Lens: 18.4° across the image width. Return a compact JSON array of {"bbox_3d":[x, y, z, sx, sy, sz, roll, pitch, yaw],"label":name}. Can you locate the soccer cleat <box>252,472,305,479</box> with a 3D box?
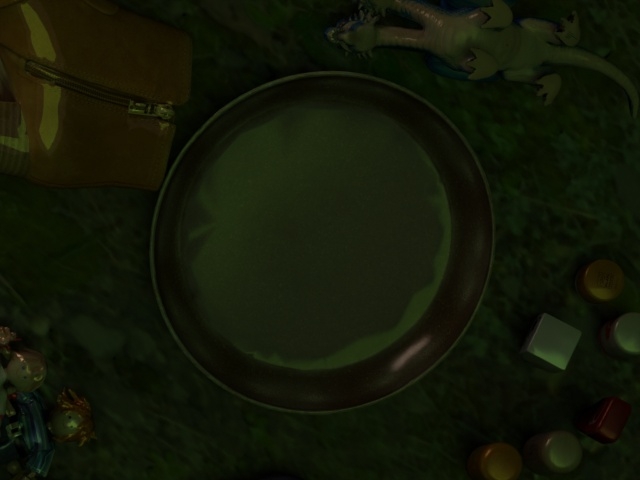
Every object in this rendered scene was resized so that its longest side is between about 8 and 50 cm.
[{"bbox_3d":[-0.128,0.284,1.756,0.289,0.121,0.093,-18,107,-7],"label":"soccer cleat"}]

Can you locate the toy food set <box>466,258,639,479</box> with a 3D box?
[{"bbox_3d":[0.225,0.135,1.827,0.111,0.104,0.232,27,79,-4],"label":"toy food set"}]

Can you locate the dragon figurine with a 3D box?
[{"bbox_3d":[0.146,-0.174,1.718,0.289,0.144,0.085,7,101,-33],"label":"dragon figurine"}]

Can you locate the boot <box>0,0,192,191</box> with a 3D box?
[{"bbox_3d":[-0.207,-0.190,1.646,0.211,0.104,0.295,3,94,-26],"label":"boot"}]

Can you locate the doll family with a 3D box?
[{"bbox_3d":[-0.274,0.199,1.725,0.163,0.118,0.262,-10,88,-3],"label":"doll family"}]

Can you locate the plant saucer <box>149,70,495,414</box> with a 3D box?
[{"bbox_3d":[0.000,0.000,1.751,0.311,0.050,0.310,-3,105,-12],"label":"plant saucer"}]
